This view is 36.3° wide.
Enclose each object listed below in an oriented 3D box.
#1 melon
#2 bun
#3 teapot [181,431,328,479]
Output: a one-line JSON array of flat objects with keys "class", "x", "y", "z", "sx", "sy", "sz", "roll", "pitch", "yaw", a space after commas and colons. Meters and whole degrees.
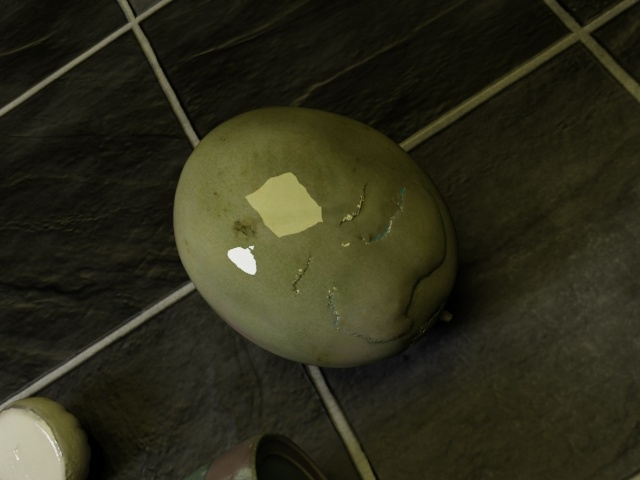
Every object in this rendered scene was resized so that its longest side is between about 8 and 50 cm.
[{"class": "melon", "x": 0.000, "y": 0.000, "z": 1.069, "sx": 0.330, "sy": 0.268, "sz": 0.268, "roll": 28, "pitch": 76, "yaw": 11}, {"class": "bun", "x": -0.325, "y": 0.250, "z": 1.180, "sx": 0.138, "sy": 0.094, "sz": 0.138, "roll": 8, "pitch": 104, "yaw": 34}, {"class": "teapot", "x": -0.101, "y": 0.395, "z": 0.947, "sx": 0.312, "sy": 0.233, "sz": 0.315, "roll": -33, "pitch": 83, "yaw": 12}]
